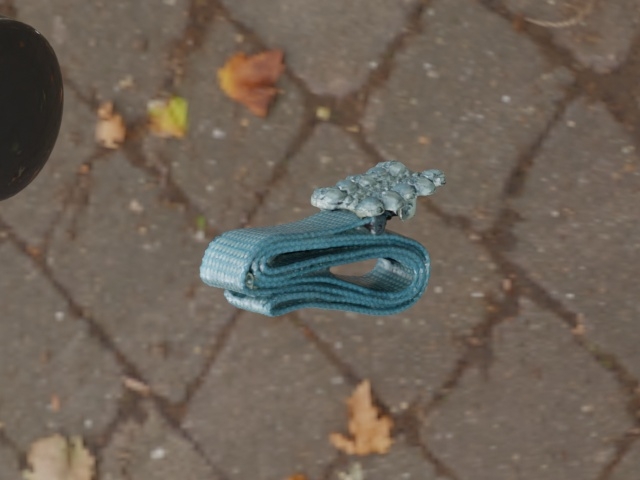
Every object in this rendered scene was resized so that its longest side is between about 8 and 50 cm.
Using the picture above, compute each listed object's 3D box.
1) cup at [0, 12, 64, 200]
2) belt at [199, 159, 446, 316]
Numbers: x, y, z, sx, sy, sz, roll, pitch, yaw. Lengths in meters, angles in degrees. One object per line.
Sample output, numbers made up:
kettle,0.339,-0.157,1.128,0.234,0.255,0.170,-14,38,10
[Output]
cup,-0.321,-0.099,1.343,0.176,0.223,0.169,15,133,28
belt,0.003,0.001,1.113,0.065,0.179,0.100,16,104,41
